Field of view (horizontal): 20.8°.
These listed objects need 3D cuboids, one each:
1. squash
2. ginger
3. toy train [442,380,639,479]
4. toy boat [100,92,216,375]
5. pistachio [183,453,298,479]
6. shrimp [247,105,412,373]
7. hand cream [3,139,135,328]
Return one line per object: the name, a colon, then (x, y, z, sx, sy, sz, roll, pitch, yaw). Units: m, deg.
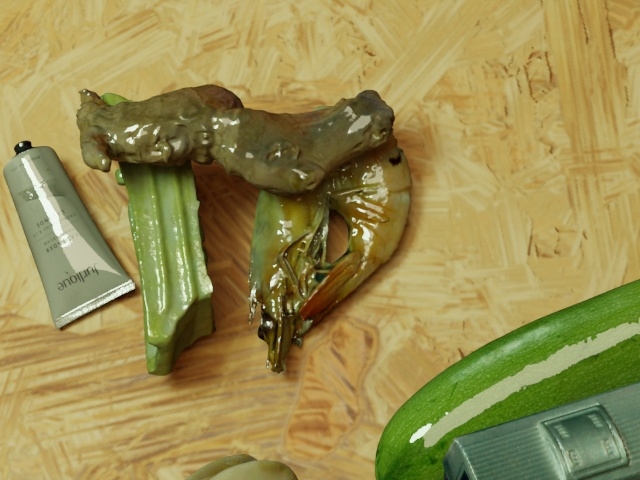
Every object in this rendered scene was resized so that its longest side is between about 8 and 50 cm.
squash: (0.219, 0.114, 1.520, 0.395, 0.107, 0.107, -26, 67, -1)
ginger: (-0.077, -0.095, 1.589, 0.290, 0.084, 0.122, 1, 32, -8)
toy train: (0.307, 0.154, 1.450, 0.409, 0.089, 0.086, -15, 63, -13)
toy boat: (-0.147, -0.016, 1.628, 0.084, 0.111, 0.276, -10, 63, -8)
pistachio: (-0.096, 0.283, 1.497, 0.144, 0.144, 0.215, 31, 71, 19)
shrimp: (0.000, 0.000, 1.629, 0.145, 0.061, 0.267, 17, 70, 5)
hand cream: (-0.254, -0.014, 1.683, 0.087, 0.054, 0.186, -28, 74, 3)
